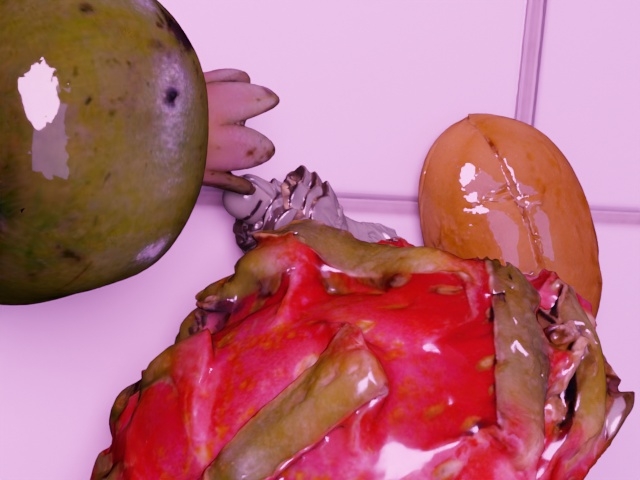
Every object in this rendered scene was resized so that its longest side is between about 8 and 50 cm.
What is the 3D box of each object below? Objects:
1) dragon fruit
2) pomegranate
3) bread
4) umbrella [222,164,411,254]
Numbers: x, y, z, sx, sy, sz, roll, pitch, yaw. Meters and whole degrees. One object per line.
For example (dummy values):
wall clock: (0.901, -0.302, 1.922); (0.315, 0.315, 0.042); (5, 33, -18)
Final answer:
dragon fruit: (0.016, 0.122, 0.733); (0.303, 0.237, 0.231); (-41, 120, 16)
pomegranate: (-0.121, -0.057, 0.691); (0.225, 0.187, 0.187); (0, 98, -42)
bread: (0.128, 0.008, 0.874); (0.114, 0.077, 0.189); (-28, 106, -24)
umbrella: (0.000, 0.000, 0.816); (0.143, 0.062, 0.067); (31, 103, -32)
